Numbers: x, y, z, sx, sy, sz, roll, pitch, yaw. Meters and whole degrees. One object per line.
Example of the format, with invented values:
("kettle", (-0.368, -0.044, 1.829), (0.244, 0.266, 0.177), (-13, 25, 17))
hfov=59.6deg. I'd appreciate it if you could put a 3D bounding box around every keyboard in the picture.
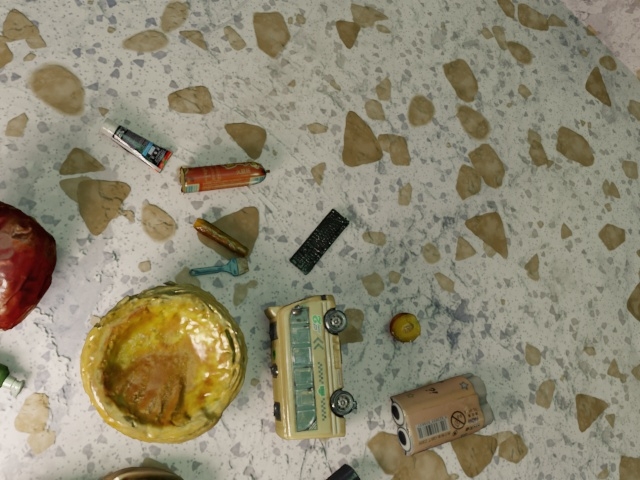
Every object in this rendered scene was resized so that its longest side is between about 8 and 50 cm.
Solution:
("keyboard", (0.000, 0.000, 1.666), (0.072, 0.023, 0.231), (42, 64, -3))

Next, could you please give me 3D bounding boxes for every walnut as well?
("walnut", (-0.739, 0.051, 1.261), (0.244, 0.221, 0.269), (20, 74, 19))

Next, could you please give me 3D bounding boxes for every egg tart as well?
("egg tart", (-0.371, 0.290, 1.352), (0.388, 0.169, 0.387), (5, 77, -21))

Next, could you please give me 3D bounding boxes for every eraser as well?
("eraser", (0.356, 0.503, 1.627), (0.291, 0.087, 0.171), (-10, 81, -23))

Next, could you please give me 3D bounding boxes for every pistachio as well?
("pistachio", (-0.411, 0.586, 1.268), (0.215, 0.144, 0.143), (14, 70, -24))

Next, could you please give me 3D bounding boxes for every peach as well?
("peach", (0.247, 0.259, 1.668), (0.098, 0.061, 0.098), (-2, 97, -16))

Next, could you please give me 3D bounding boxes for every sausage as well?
("sausage", (-0.265, -0.181, 1.586), (0.264, 0.083, 0.083), (-10, 79, -26))

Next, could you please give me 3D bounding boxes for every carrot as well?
("carrot", (-0.272, -0.006, 1.545), (0.171, 0.042, 0.042), (32, 65, -10))

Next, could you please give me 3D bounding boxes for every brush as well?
("brush", (-0.277, 0.078, 1.535), (0.164, 0.014, 0.051), (-6, 75, -23))

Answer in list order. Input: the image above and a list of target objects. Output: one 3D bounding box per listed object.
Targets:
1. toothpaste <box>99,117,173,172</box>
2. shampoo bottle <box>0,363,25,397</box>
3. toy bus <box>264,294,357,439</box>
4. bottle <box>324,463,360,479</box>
("toothpaste", (-0.507, -0.261, 1.530), (0.194, 0.045, 0.071), (31, 74, -18))
("shampoo bottle", (-0.767, 0.291, 1.250), (0.205, 0.065, 0.065), (27, 66, -13))
("toy bus", (-0.034, 0.330, 1.470), (0.202, 0.177, 0.365), (-1, 76, -16))
("bottle", (-0.004, 0.676, 1.430), (0.244, 0.082, 0.072), (-30, 94, -26))
